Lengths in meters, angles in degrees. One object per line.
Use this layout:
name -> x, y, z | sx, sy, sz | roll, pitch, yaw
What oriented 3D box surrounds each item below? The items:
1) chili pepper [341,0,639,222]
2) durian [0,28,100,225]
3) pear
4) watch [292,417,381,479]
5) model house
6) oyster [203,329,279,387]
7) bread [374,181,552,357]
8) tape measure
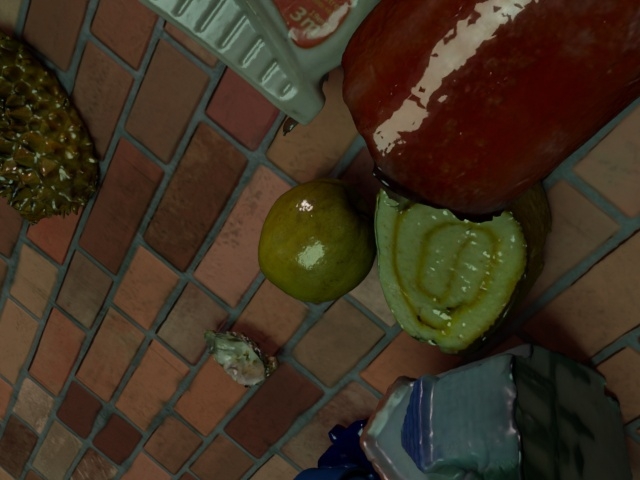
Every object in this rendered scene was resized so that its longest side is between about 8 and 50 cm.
chili pepper -> 0.193, -0.172, 0.622 | 0.251, 0.229, 0.305 | 29, 134, -31
durian -> -0.453, -0.162, 1.093 | 0.191, 0.112, 0.341 | 4, 120, 31
pear -> 0.000, 0.000, 0.911 | 0.149, 0.149, 0.162 | 42, 128, -1
watch -> 0.035, 0.418, 1.137 | 0.171, 0.200, 0.196 | -25, 109, 43
model house -> 0.178, 0.285, 0.899 | 0.329, 0.251, 0.295 | -18, 149, 41
oyster -> -0.122, 0.185, 1.168 | 0.148, 0.051, 0.103 | 23, 134, 36
bread -> 0.159, 0.018, 0.848 | 0.186, 0.124, 0.257 | 23, 130, 24
tape measure -> -0.049, -0.281, 0.731 | 0.258, 0.130, 0.265 | 36, 118, -17
